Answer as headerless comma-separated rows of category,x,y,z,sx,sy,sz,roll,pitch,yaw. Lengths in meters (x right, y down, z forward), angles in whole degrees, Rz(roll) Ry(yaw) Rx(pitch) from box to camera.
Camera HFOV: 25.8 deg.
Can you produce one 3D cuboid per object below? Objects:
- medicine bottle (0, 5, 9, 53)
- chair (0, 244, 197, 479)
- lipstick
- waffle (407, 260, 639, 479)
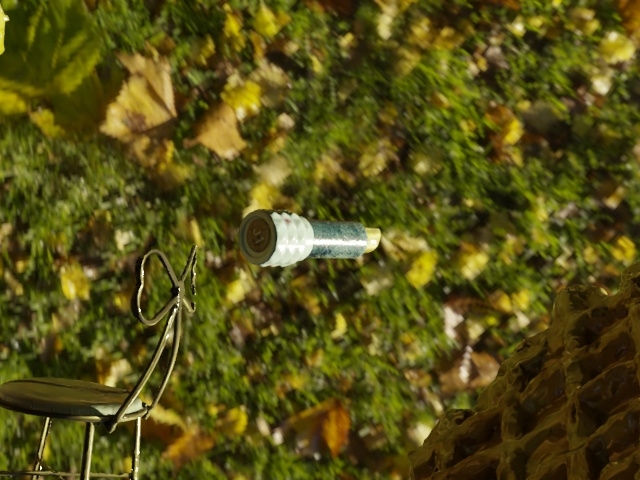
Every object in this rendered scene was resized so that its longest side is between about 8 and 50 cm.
medicine bottle,-0.403,-0.189,1.342,0.124,0.239,0.124,11,117,23
chair,-0.224,0.154,1.306,0.170,0.160,0.325,10,93,18
lipstick,0.000,0.000,0.898,0.116,0.037,0.037,3,115,-47
waffle,0.153,0.091,0.695,0.060,0.312,0.307,47,56,-11
